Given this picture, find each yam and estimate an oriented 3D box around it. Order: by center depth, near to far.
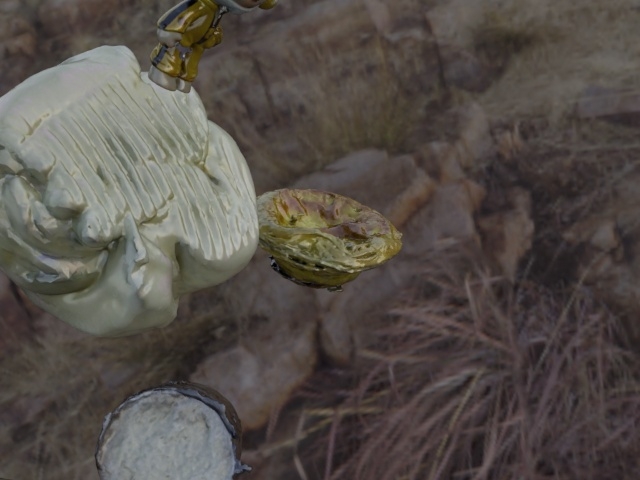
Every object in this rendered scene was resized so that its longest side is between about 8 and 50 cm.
[{"bbox_3d":[-0.131,0.194,0.952,0.131,0.131,0.279,-21,-6,-6],"label":"yam"}]

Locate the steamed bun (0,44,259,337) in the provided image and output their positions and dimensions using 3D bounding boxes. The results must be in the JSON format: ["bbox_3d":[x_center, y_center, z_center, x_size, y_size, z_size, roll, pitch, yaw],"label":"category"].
[{"bbox_3d":[-0.271,-0.044,1.267,0.247,0.339,0.352,-30,13,44],"label":"steamed bun"}]

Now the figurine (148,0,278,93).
[{"bbox_3d":[-0.070,-0.170,0.700,0.068,0.143,0.101,37,42,20],"label":"figurine"}]

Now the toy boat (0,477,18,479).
[{"bbox_3d":[-0.452,0.357,1.413,0.149,0.048,0.047,6,-3,10],"label":"toy boat"}]

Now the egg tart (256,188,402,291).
[{"bbox_3d":[0.000,0.000,1.499,0.241,0.105,0.241,11,25,-5],"label":"egg tart"}]
